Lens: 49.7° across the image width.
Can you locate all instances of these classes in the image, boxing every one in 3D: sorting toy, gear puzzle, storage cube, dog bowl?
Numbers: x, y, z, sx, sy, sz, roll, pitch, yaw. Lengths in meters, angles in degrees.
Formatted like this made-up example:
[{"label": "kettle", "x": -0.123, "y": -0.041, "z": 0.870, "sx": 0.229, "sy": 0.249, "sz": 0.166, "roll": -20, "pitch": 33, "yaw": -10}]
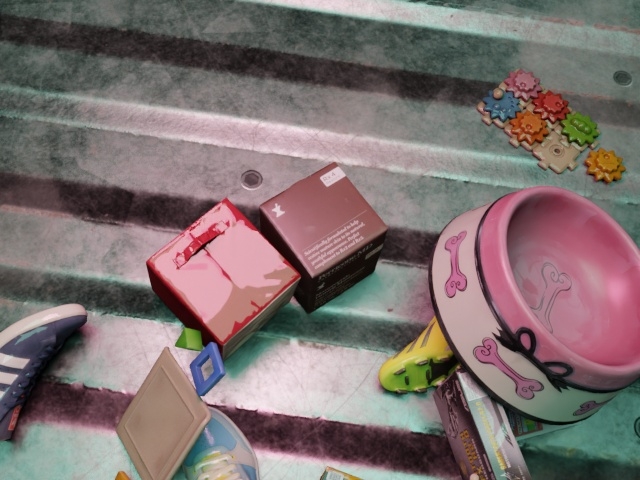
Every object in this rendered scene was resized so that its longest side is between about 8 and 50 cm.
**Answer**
[{"label": "sorting toy", "x": -0.254, "y": 0.302, "z": 1.139, "sx": 0.347, "sy": 0.047, "sz": 0.196, "roll": -57, "pitch": 44, "yaw": 11}, {"label": "gear puzzle", "x": 0.514, "y": -0.240, "z": 1.502, "sx": 0.339, "sy": 0.044, "sz": 0.175, "roll": 43, "pitch": 70, "yaw": 15}, {"label": "storage cube", "x": -0.172, "y": 0.076, "z": 1.231, "sx": 0.184, "sy": 0.215, "sz": 0.193, "roll": -41, "pitch": 81, "yaw": -20}, {"label": "dog bowl", "x": 0.392, "y": 0.087, "z": 1.156, "sx": 0.408, "sy": 0.150, "sz": 0.408, "roll": 14, "pitch": 56, "yaw": -22}]

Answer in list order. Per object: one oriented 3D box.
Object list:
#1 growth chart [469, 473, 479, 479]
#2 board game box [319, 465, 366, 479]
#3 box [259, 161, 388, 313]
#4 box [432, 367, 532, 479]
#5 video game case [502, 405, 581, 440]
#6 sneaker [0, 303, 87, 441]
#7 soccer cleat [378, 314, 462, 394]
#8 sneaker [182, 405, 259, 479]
[{"label": "growth chart", "x": 0.174, "y": 0.446, "z": 1.053, "sx": 0.021, "sy": 0.172, "sz": 0.237, "roll": 27, "pitch": 24, "yaw": 35}, {"label": "board game box", "x": 0.076, "y": 0.425, "z": 1.121, "sx": 0.170, "sy": 0.141, "sz": 0.048, "roll": 19, "pitch": 64, "yaw": 5}, {"label": "box", "x": 0.000, "y": 0.000, "z": 1.275, "sx": 0.168, "sy": 0.203, "sz": 0.167, "roll": -32, "pitch": 72, "yaw": -16}, {"label": "box", "x": 0.267, "y": 0.338, "z": 1.151, "sx": 0.056, "sy": 0.183, "sz": 0.231, "roll": -13, "pitch": 68, "yaw": -11}, {"label": "video game case", "x": 0.366, "y": 0.248, "z": 1.235, "sx": 0.183, "sy": 0.023, "sz": 0.201, "roll": -10, "pitch": 91, "yaw": -15}, {"label": "sneaker", "x": -0.532, "y": 0.252, "z": 1.180, "sx": 0.350, "sy": 0.131, "sz": 0.148, "roll": -36, "pitch": 79, "yaw": -12}, {"label": "soccer cleat", "x": 0.226, "y": 0.185, "z": 1.285, "sx": 0.289, "sy": 0.093, "sz": 0.121, "roll": -28, "pitch": 40, "yaw": -10}, {"label": "sneaker", "x": -0.147, "y": 0.394, "z": 1.085, "sx": 0.127, "sy": 0.208, "sz": 0.319, "roll": -22, "pitch": 68, "yaw": -12}]
